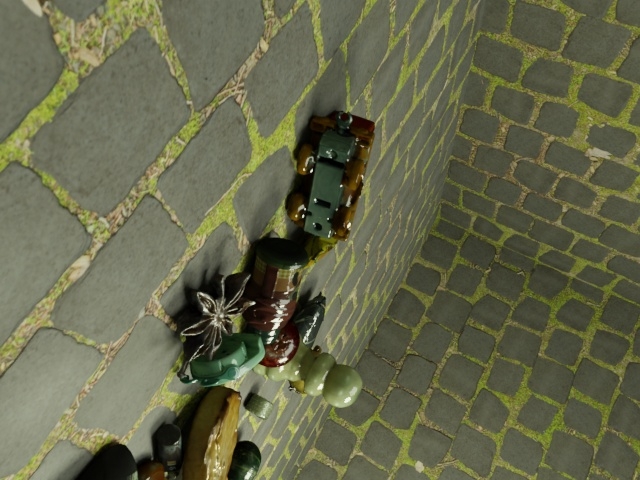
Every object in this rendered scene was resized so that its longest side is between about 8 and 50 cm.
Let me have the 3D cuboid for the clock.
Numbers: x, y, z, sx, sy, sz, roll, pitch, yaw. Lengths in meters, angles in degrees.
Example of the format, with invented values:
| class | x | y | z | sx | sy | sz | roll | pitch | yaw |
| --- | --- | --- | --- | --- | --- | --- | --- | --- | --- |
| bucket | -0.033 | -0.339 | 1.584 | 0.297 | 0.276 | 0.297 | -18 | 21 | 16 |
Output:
| class | x | y | z | sx | sy | sz | roll | pitch | yaw |
| --- | --- | --- | --- | --- | --- | --- | --- | --- | --- |
| clock | -0.230 | 0.278 | 1.330 | 0.188 | 0.148 | 0.060 | -35 | 116 | -53 |

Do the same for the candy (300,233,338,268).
| class | x | y | z | sx | sy | sz | roll | pitch | yaw |
| --- | --- | --- | --- | --- | --- | --- | --- | --- | --- |
| candy | 0.000 | 0.000 | 1.656 | 0.187 | 0.081 | 0.297 | -44 | -176 | 45 |

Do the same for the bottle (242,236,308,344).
| class | x | y | z | sx | sy | sz | roll | pitch | yaw |
| --- | --- | --- | --- | --- | --- | --- | --- | --- | --- |
| bottle | -0.121 | 0.133 | 1.449 | 0.156 | 0.143 | 0.271 | -7 | 122 | -41 |

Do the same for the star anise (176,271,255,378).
| class | x | y | z | sx | sy | sz | roll | pitch | yaw |
| --- | --- | --- | --- | --- | --- | --- | --- | --- | --- |
| star anise | -0.241 | 0.171 | 1.235 | 0.263 | 0.081 | 0.230 | -56 | 160 | -19 |

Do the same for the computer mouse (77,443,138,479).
| class | x | y | z | sx | sy | sz | roll | pitch | yaw |
| --- | --- | --- | --- | --- | --- | --- | --- | --- | --- |
| computer mouse | -0.445 | 0.541 | 1.125 | 0.269 | 0.100 | 0.170 | -52 | 157 | -37 |

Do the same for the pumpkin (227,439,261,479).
| class | x | y | z | sx | sy | sz | roll | pitch | yaw |
| --- | --- | --- | --- | --- | --- | --- | --- | --- | --- |
| pumpkin | -0.267 | 0.758 | 1.938 | 0.167 | 0.125 | 0.167 | -49 | 177 | -3 |

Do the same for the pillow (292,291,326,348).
| class | x | y | z | sx | sy | sz | roll | pitch | yaw |
| --- | --- | --- | --- | --- | --- | --- | --- | --- | --- |
| pillow | -0.063 | 0.337 | 2.005 | 0.335 | 0.092 | 0.161 | -69 | 167 | 18 |

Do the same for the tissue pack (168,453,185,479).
| class | x | y | z | sx | sy | sz | roll | pitch | yaw |
| --- | --- | --- | --- | --- | --- | --- | --- | --- | --- |
| tissue pack | -0.366 | 0.670 | 1.606 | 0.112 | 0.051 | 0.156 | -61 | 155 | -25 |

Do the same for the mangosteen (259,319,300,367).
| class | x | y | z | sx | sy | sz | roll | pitch | yaw |
| --- | --- | --- | --- | --- | --- | --- | --- | --- | --- |
| mangosteen | -0.141 | 0.268 | 1.606 | 0.181 | 0.155 | 0.146 | -140 | -128 | -67 |

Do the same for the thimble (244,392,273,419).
| class | x | y | z | sx | sy | sz | roll | pitch | yaw |
| --- | --- | --- | --- | --- | --- | --- | --- | --- | --- |
| thimble | -0.201 | 0.553 | 1.909 | 0.062 | 0.084 | 0.110 | -59 | 161 | -18 |

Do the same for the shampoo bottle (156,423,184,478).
| class | x | y | z | sx | sy | sz | roll | pitch | yaw |
| --- | --- | --- | --- | --- | --- | --- | --- | --- | --- |
| shampoo bottle | -0.366 | 0.522 | 1.412 | 0.064 | 0.057 | 0.208 | -90 | -172 | -46 |

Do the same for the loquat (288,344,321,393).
| class | x | y | z | sx | sy | sz | roll | pitch | yaw |
| --- | --- | --- | --- | --- | --- | --- | --- | --- | --- |
| loquat | -0.049 | 0.485 | 2.168 | 0.172 | 0.149 | 0.205 | 85 | 26 | -62 |

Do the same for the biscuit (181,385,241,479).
| class | x | y | z | sx | sy | sz | roll | pitch | yaw |
| --- | --- | --- | --- | --- | --- | --- | --- | --- | --- |
| biscuit | -0.289 | 0.531 | 1.515 | 0.296 | 0.101 | 0.297 | 7 | 90 | -84 |

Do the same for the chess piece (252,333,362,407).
| class | x | y | z | sx | sy | sz | roll | pitch | yaw |
| --- | --- | --- | --- | --- | --- | --- | --- | --- | --- |
| chess piece | -0.028 | 0.406 | 1.795 | 0.182 | 0.330 | 0.182 | -57 | 163 | -28 |

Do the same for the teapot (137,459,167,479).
| class | x | y | z | sx | sy | sz | roll | pitch | yaw |
| --- | --- | --- | --- | --- | --- | --- | --- | --- | --- |
| teapot | -0.397 | 0.570 | 1.347 | 0.098 | 0.078 | 0.129 | -59 | 163 | -18 |

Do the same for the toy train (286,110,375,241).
| class | x | y | z | sx | sy | sz | roll | pitch | yaw |
| --- | --- | --- | --- | --- | --- | --- | --- | --- | --- |
| toy train | 0.039 | -0.176 | 1.466 | 0.232 | 0.163 | 0.369 | -58 | 165 | -50 |
